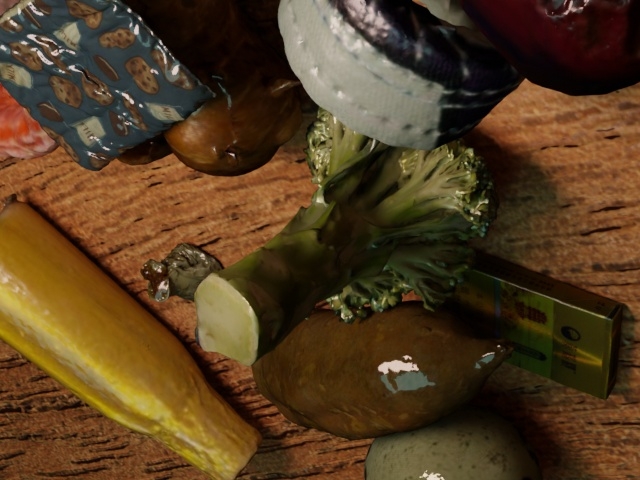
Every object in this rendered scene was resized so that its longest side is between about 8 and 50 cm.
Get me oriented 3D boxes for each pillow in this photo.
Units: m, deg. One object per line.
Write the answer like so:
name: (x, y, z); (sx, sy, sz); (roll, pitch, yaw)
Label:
pillow: (-0.224, -0.161, 1.640); (0.189, 0.034, 0.255); (43, 147, -16)

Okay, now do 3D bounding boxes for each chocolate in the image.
chocolate: (-0.269, 0.145, 2.146); (0.445, 0.162, 0.162); (41, 142, -2)

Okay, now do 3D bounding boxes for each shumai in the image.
shumai: (-0.167, 0.050, 2.026); (0.083, 0.080, 0.082); (9, 134, 32)

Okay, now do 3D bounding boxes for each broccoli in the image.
broccoli: (0.013, -0.015, 1.605); (0.221, 0.361, 0.252); (38, 109, 13)

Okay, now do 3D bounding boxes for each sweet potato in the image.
sweet potato: (0.060, 0.135, 1.832); (0.158, 0.158, 0.370); (53, 154, -14)

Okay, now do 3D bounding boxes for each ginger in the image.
ginger: (-0.133, -0.217, 1.670); (0.254, 0.176, 0.418); (14, 138, 22)

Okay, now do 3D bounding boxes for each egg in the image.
egg: (0.139, 0.265, 1.902); (0.228, 0.177, 0.177); (11, 134, 48)

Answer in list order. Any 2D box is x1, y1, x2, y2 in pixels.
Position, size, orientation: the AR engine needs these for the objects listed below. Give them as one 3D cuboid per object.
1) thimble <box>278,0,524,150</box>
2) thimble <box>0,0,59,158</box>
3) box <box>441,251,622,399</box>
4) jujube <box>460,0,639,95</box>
thimble: (0.082, -0.207, 1.465); (0.237, 0.237, 0.150); (42, 139, -1)
thimble: (-0.339, -0.210, 1.843); (0.239, 0.162, 0.239); (23, 144, 18)
box: (0.215, 0.084, 1.780); (0.193, 0.030, 0.121); (21, 138, 25)
jujube: (0.211, -0.290, 1.266); (0.258, 0.258, 0.376); (24, 131, 20)
